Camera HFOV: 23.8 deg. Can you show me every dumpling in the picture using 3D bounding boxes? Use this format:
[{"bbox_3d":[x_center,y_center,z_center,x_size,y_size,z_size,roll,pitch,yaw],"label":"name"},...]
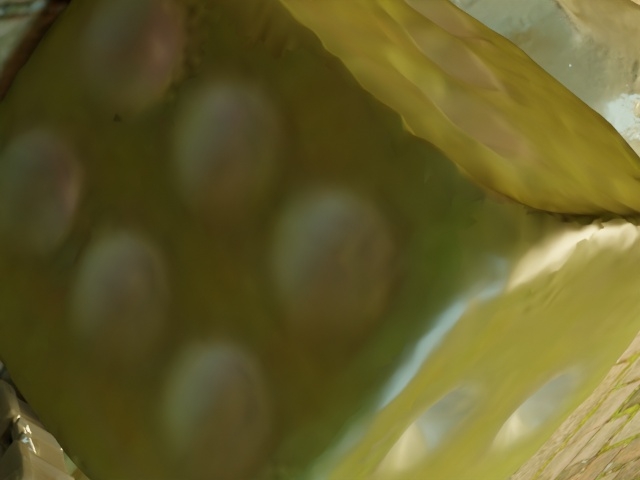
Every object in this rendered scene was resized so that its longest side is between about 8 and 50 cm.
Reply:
[{"bbox_3d":[0.137,-0.081,0.913,0.166,0.126,0.215,-36,164,29],"label":"dumpling"}]

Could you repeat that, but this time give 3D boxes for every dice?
[{"bbox_3d":[0.000,0.000,0.698,0.227,0.238,0.233,-52,153,20],"label":"dice"}]

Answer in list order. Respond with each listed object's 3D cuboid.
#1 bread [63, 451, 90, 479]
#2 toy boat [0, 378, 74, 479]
[{"bbox_3d":[-0.131,0.128,0.902,0.178,0.060,0.139,-51,-176,18],"label":"bread"},{"bbox_3d":[-0.246,0.193,0.800,0.269,0.141,0.141,-42,156,2],"label":"toy boat"}]
